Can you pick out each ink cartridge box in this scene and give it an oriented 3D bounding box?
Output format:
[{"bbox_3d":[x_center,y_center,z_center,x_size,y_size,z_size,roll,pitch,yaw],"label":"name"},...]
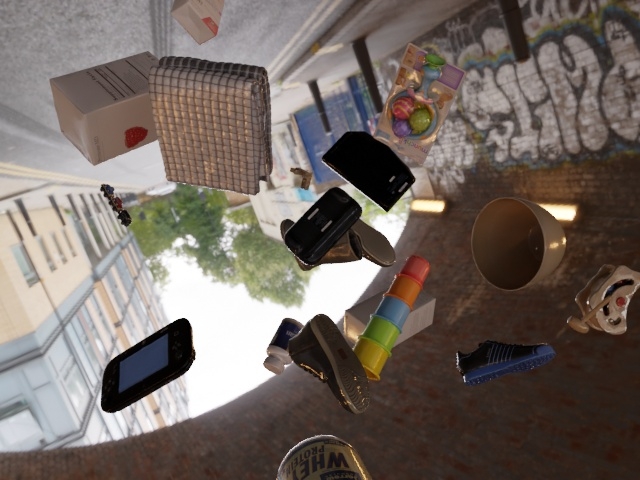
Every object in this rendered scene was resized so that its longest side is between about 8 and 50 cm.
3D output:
[{"bbox_3d":[-0.333,-0.651,1.449,0.067,0.115,0.198,-18,-129,27],"label":"ink cartridge box"}]

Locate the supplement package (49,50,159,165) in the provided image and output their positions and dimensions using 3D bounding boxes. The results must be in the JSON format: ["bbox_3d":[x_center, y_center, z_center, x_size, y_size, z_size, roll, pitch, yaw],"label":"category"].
[{"bbox_3d":[-0.544,-0.366,1.443,0.293,0.175,0.177,-34,155,-34],"label":"supplement package"}]

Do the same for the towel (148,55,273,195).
[{"bbox_3d":[-0.224,-0.247,1.140,0.235,0.283,0.121,9,-136,9],"label":"towel"}]

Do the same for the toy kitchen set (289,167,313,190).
[{"bbox_3d":[-0.066,-0.224,1.948,0.083,0.075,0.068,2,-161,-41],"label":"toy kitchen set"}]

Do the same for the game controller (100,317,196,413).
[{"bbox_3d":[-0.464,0.333,1.407,0.319,0.166,0.067,-31,143,14],"label":"game controller"}]

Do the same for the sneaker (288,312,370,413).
[{"bbox_3d":[0.017,0.277,1.124,0.083,0.222,0.118,0,145,-45],"label":"sneaker"}]

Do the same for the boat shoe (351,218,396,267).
[{"bbox_3d":[0.154,-0.002,1.953,0.112,0.095,0.335,-24,-126,-29],"label":"boat shoe"}]

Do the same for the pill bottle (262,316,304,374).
[{"bbox_3d":[-0.117,0.340,1.691,0.094,0.094,0.169,-10,-138,45],"label":"pill bottle"}]

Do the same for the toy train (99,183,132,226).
[{"bbox_3d":[-0.603,-0.109,1.555,0.036,0.158,0.027,-37,167,3],"label":"toy train"}]

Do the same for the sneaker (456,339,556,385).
[{"bbox_3d":[0.455,0.284,1.310,0.232,0.081,0.090,-18,-127,8],"label":"sneaker"}]

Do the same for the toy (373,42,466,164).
[{"bbox_3d":[0.197,-0.279,1.126,0.056,0.137,0.237,-43,160,-46],"label":"toy"}]

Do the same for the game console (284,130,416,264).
[{"bbox_3d":[0.050,-0.104,1.280,0.361,0.213,0.044,-46,166,-14],"label":"game console"}]

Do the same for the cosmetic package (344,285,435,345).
[{"bbox_3d":[0.296,0.327,2.254,0.366,0.155,0.197,-22,-141,-31],"label":"cosmetic package"}]

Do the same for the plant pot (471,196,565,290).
[{"bbox_3d":[0.639,0.006,1.627,0.191,0.284,0.284,-3,-178,-27],"label":"plant pot"}]

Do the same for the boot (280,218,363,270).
[{"bbox_3d":[0.001,-0.002,1.518,0.209,0.189,0.076,-17,-159,44],"label":"boot"}]

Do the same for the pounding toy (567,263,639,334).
[{"bbox_3d":[0.887,0.198,1.587,0.269,0.154,0.155,-48,-176,-3],"label":"pounding toy"}]

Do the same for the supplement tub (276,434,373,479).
[{"bbox_3d":[0.030,0.639,1.240,0.236,0.235,0.325,-22,-169,-9],"label":"supplement tub"}]

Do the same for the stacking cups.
[{"bbox_3d":[0.167,0.177,1.278,0.096,0.096,0.316,-6,-133,54],"label":"stacking cups"}]
